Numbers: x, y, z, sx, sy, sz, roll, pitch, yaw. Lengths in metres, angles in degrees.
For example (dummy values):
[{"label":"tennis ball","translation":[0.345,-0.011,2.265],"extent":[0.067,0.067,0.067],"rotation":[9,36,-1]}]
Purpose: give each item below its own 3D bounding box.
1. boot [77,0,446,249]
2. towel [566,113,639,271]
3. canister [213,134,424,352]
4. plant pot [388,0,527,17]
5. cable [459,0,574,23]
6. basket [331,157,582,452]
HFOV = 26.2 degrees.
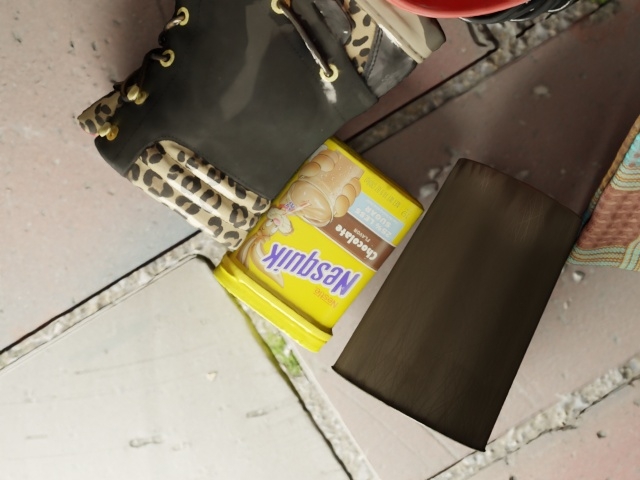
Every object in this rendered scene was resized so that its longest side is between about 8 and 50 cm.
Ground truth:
[{"label":"boot","translation":[-0.114,-0.201,1.204],"extent":[0.377,0.138,0.284],"rotation":[39,102,-5]},{"label":"towel","translation":[0.428,-0.022,1.219],"extent":[0.370,0.271,0.040],"rotation":[5,62,-3]},{"label":"canister","translation":[0.000,0.000,1.281],"extent":[0.126,0.073,0.170],"rotation":[37,96,-8]},{"label":"plant pot","translation":[0.120,-0.356,1.100],"extent":[0.275,0.275,0.243],"rotation":[-25,63,3]},{"label":"cable","translation":[0.159,-0.271,1.252],"extent":[0.184,0.047,0.151],"rotation":[-12,107,-3]},{"label":"basket","translation":[0.130,0.053,1.249],"extent":[0.154,0.204,0.227],"rotation":[28,90,-10]}]
